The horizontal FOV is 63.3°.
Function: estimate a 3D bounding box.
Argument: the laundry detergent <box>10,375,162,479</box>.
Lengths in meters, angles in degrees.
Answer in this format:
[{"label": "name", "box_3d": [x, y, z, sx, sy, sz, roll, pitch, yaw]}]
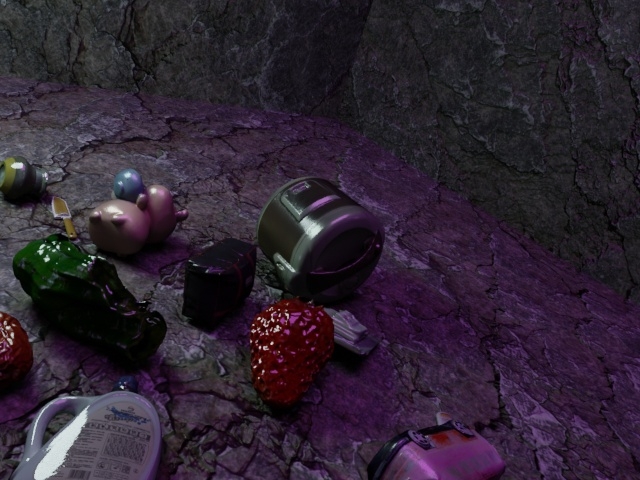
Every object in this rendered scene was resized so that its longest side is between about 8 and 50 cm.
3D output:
[{"label": "laundry detergent", "box_3d": [-0.373, 0.332, 0.865, 0.215, 0.105, 0.280, 10, 28, -13]}]

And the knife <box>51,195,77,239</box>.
[{"label": "knife", "box_3d": [-0.758, -0.074, 1.527, 0.046, 0.022, 0.256, -5, 34, -33]}]

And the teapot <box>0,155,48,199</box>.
[{"label": "teapot", "box_3d": [-0.900, -0.183, 1.558, 0.165, 0.130, 0.119, -2, -9, 41]}]

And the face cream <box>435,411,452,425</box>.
[{"label": "face cream", "box_3d": [0.292, 0.434, 1.205, 0.040, 0.021, 0.083, 15, 26, -5]}]

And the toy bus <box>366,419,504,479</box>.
[{"label": "toy bus", "box_3d": [0.222, 0.429, 0.961, 0.147, 0.127, 0.302, 35, 12, 37]}]

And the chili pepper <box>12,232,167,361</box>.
[{"label": "chili pepper", "box_3d": [-0.510, 0.122, 1.125, 0.385, 0.213, 0.167, 27, 68, 26]}]

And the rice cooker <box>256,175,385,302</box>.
[{"label": "rice cooker", "box_3d": [0.000, 0.000, 1.546, 0.335, 0.335, 0.325, -3, 33, -38]}]

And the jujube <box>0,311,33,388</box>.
[{"label": "jujube", "box_3d": [-0.611, 0.204, 0.976, 0.176, 0.109, 0.112, 34, -8, 47]}]

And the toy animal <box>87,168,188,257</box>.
[{"label": "toy animal", "box_3d": [-0.522, -0.057, 1.467, 0.210, 0.229, 0.221, 7, 62, 20]}]

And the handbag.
[{"label": "handbag", "box_3d": [-0.256, 0.105, 1.330, 0.155, 0.169, 0.215, 21, 23, 13]}]

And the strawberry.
[{"label": "strawberry", "box_3d": [-0.074, 0.260, 1.167, 0.205, 0.205, 0.244, 17, 48, -4]}]

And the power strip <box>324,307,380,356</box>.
[{"label": "power strip", "box_3d": [0.054, 0.220, 1.365, 0.213, 0.064, 0.198, 26, 7, 15]}]
